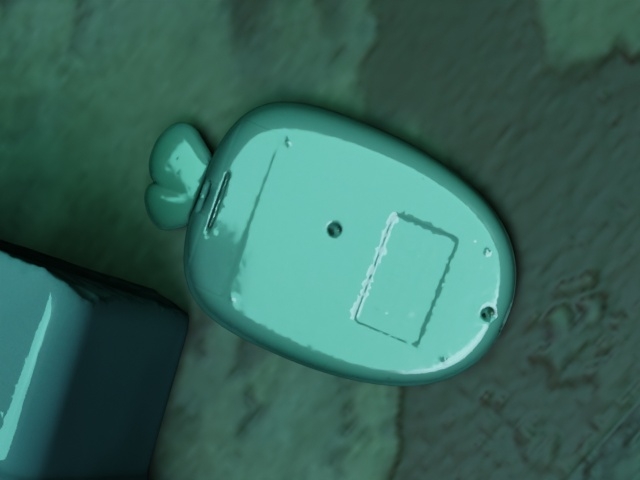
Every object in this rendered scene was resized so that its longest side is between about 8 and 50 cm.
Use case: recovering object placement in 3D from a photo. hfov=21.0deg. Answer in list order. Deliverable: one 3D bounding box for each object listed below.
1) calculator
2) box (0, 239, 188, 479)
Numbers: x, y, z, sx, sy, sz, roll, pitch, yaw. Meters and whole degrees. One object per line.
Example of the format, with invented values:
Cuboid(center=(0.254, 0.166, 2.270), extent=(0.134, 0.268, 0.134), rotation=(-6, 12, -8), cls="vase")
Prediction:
Cuboid(center=(0.000, 0.000, 0.655), extent=(0.153, 0.021, 0.095), rotation=(23, 100, 11), cls="calculator")
Cuboid(center=(-0.166, 0.050, 0.643), extent=(0.227, 0.162, 0.130), rotation=(18, 88, 15), cls="box")
